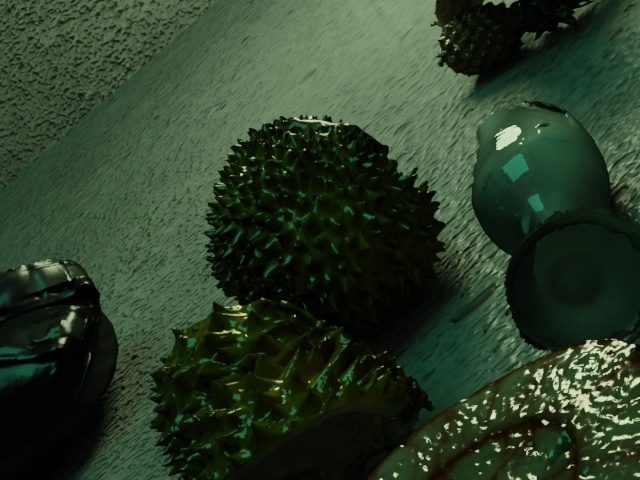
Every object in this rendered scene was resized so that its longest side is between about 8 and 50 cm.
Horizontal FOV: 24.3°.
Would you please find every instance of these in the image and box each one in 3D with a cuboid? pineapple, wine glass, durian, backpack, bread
[{"bbox_3d":[0.226,-0.266,1.840,0.221,0.103,0.083,-25,62,40],"label":"pineapple"},{"bbox_3d":[0.212,-0.023,1.351,0.143,0.143,0.321,-39,19,13],"label":"wine glass"},{"bbox_3d":[-0.009,-0.004,1.586,0.258,0.258,0.293,-51,17,-18],"label":"durian"},{"bbox_3d":[-0.453,0.211,1.991,0.446,0.255,0.363,-37,28,12],"label":"backpack"},{"bbox_3d":[-0.074,0.154,1.389,0.185,0.195,0.305,-4,-29,-46],"label":"durian"},{"bbox_3d":[0.158,0.212,1.032,0.295,0.114,0.327,-38,21,12],"label":"bread"}]

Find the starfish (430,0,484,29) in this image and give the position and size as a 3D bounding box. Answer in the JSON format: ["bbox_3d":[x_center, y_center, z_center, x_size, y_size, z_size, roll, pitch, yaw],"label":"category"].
[{"bbox_3d":[0.233,-0.382,1.834,0.324,0.082,0.432,-40,-11,12],"label":"starfish"}]
